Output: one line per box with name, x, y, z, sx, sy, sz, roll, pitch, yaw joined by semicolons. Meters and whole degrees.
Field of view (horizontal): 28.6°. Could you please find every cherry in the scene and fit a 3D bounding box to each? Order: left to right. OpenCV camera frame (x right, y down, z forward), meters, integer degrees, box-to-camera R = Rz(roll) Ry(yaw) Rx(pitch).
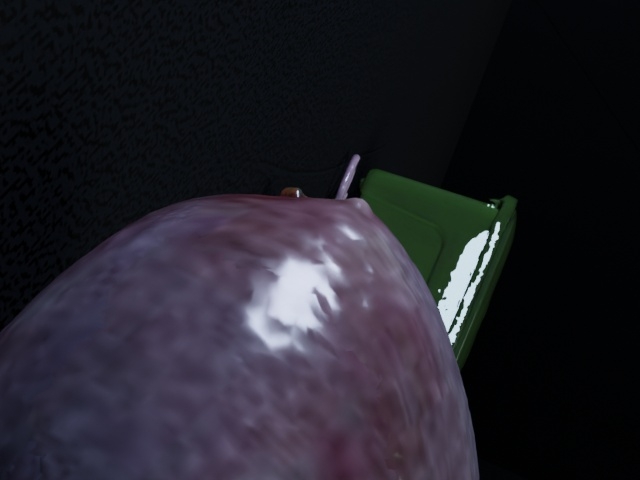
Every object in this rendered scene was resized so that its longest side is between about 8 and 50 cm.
cherry;-0.042;0.108;0.390;0.213;0.183;0.266;-37;153;-84

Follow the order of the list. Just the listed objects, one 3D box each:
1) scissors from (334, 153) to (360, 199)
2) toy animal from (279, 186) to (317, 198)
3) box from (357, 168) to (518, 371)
scissors;0.000;0.000;1.064;0.176;0.022;0.085;-65;177;-46
toy animal;-0.015;0.104;0.860;0.157;0.097;0.312;-55;149;-67
box;0.076;0.086;1.333;0.328;0.178;0.252;92;20;-67
